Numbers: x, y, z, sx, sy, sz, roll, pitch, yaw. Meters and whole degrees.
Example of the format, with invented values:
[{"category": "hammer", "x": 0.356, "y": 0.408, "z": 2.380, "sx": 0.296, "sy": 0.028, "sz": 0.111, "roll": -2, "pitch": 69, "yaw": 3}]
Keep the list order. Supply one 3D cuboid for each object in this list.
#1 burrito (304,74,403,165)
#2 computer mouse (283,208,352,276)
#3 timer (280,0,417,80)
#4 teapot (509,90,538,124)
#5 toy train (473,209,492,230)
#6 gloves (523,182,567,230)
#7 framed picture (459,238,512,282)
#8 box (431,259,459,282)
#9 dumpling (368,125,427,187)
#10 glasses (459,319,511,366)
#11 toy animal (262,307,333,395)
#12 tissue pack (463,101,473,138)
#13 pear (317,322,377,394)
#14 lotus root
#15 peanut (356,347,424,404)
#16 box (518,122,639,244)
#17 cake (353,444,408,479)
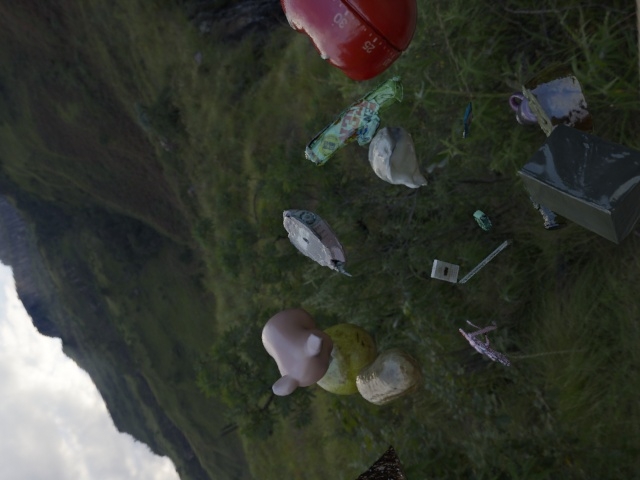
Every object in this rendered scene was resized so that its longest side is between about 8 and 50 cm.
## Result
[{"category": "burrito", "x": 0.083, "y": -0.260, "z": 1.060, "sx": 0.054, "sy": 0.288, "sz": 0.104, "roll": 22, "pitch": -146, "yaw": -57}, {"category": "computer mouse", "x": 0.003, "y": -0.005, "z": 1.857, "sx": 0.389, "sy": 0.115, "sz": 0.200, "roll": 40, "pitch": 154, "yaw": 15}, {"category": "timer", "x": 0.078, "y": -0.622, "z": 1.220, "sx": 0.377, "sy": 0.279, "sz": 0.378, "roll": 34, "pitch": -151, "yaw": -22}, {"category": "teapot", "x": 0.795, "y": -0.499, "z": 1.775, "sx": 0.146, "sy": 0.148, "sz": 0.116, "roll": 28, "pitch": -108, "yaw": -85}, {"category": "toy train", "x": 0.590, "y": -0.070, "z": 1.676, "sx": 0.083, "sy": 0.033, "sz": 0.053, "roll": 45, "pitch": -177, "yaw": -44}, {"category": "gloves", "x": 0.752, "y": -0.160, "z": 1.542, "sx": 0.107, "sy": 0.135, "sz": 0.269, "roll": 105, "pitch": 160, "yaw": -57}, {"category": "framed picture", "x": 0.600, "y": 0.071, "z": 1.658, "sx": 0.016, "sy": 0.216, "sz": 0.273, "roll": 49, "pitch": -159, "yaw": 16}, {"category": "box", "x": 0.635, "y": 0.157, "z": 2.354, "sx": 0.024, "sy": 0.166, "sz": 0.090, "roll": 7, "pitch": 84, "yaw": 58}, {"category": "dumpling", "x": 0.294, "y": -0.299, "z": 1.686, "sx": 0.242, "sy": 0.187, "sz": 0.318, "roll": 30, "pitch": -156, "yaw": -16}, {"category": "glasses", "x": 0.567, "y": 0.341, "z": 1.539, "sx": 0.255, "sy": 0.095, "sz": 0.162, "roll": 25, "pitch": -159, "yaw": -46}, {"category": "toy animal", "x": -0.062, "y": 0.320, "z": 1.350, "sx": 0.212, "sy": 0.195, "sz": 0.256, "roll": 32, "pitch": -178, "yaw": -40}, {"category": "tissue pack", "x": 0.605, "y": -0.495, "z": 1.909, "sx": 0.027, "sy": 0.138, "sz": 0.085, "roll": 5, "pitch": 143, "yaw": 27}, {"category": "pear", "x": 0.084, "y": 0.500, "z": 1.939, "sx": 0.304, "sy": 0.303, "sz": 0.304, "roll": 156, "pitch": 90, "yaw": -80}, {"category": "lotus root", "x": 0.674, "y": -0.388, "z": 1.312, "sx": 0.235, "sy": 0.118, "sz": 0.138, "roll": 65, "pitch": -162, "yaw": 6}, {"category": "peanut", "x": 0.180, "y": 0.370, "z": 1.248, "sx": 0.122, "sy": 0.137, "sz": 0.253, "roll": 38, "pitch": 136, "yaw": -3}, {"category": "box", "x": 0.603, "y": -0.128, "z": 1.038, "sx": 0.155, "sy": 0.149, "sz": 0.231, "roll": 37, "pitch": -175, "yaw": -43}, {"category": "cake", "x": 0.160, "y": 0.483, "z": 0.893, "sx": 0.246, "sy": 0.135, "sz": 0.113, "roll": 3, "pitch": -111, "yaw": -59}]
